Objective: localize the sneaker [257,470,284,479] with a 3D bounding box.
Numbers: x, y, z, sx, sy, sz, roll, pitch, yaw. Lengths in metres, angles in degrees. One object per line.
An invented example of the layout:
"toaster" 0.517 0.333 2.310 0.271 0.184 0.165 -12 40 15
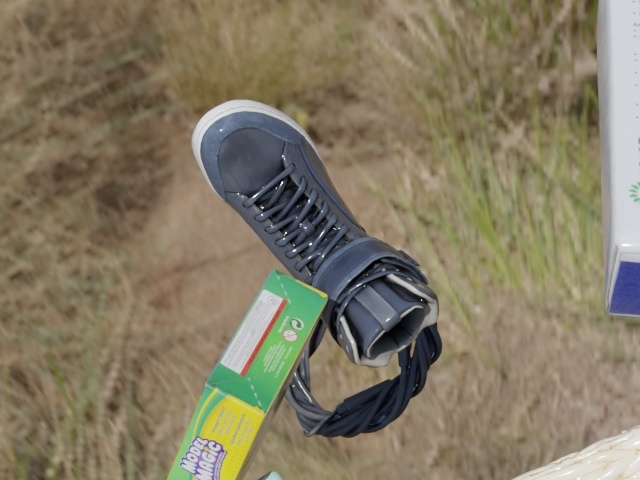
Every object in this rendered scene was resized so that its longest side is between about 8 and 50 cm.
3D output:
"sneaker" -0.025 0.168 1.008 0.038 0.098 0.069 -32 78 -25

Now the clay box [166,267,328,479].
"clay box" -0.067 0.138 1.421 0.053 0.222 0.127 28 46 2

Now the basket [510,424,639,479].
"basket" 0.132 0.150 0.887 0.167 0.113 0.103 -23 79 4

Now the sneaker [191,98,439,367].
"sneaker" 0.002 -0.001 1.433 0.086 0.226 0.163 -40 37 2

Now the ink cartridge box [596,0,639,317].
"ink cartridge box" 0.220 -0.056 0.748 0.223 0.045 0.224 6 49 3

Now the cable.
"cable" 0.037 0.110 1.807 0.150 0.047 0.184 30 97 29
